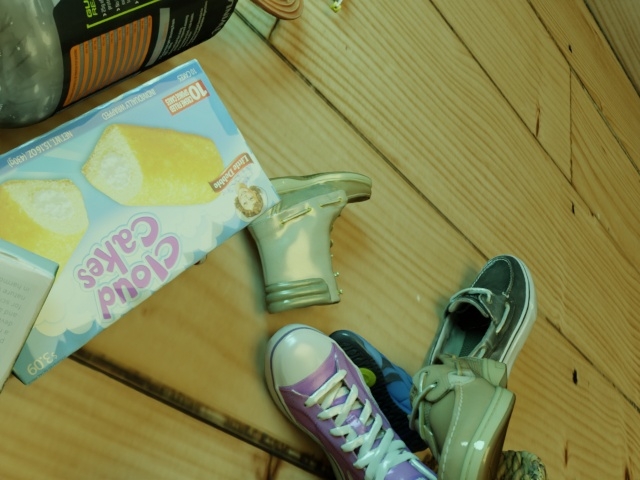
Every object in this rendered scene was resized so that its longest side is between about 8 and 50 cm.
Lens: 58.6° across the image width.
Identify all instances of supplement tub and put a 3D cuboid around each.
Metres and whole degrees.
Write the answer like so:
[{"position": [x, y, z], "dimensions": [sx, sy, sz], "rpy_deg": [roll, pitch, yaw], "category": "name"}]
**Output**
[{"position": [-0.225, -0.219, 0.481], "dimensions": [0.194, 0.193, 0.316], "rpy_deg": [57, 43, -15], "category": "supplement tub"}]

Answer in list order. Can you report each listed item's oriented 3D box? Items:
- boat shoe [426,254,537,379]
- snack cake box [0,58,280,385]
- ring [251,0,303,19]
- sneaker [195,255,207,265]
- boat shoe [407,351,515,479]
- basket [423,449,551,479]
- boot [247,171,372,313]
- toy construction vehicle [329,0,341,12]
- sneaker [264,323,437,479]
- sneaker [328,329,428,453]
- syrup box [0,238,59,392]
[{"position": [0.262, 0.131, 0.918], "dimensions": [0.119, 0.121, 0.335], "rpy_deg": [51, 47, -26], "category": "boat shoe"}, {"position": [-0.181, -0.023, 0.488], "dimensions": [0.264, 0.089, 0.152], "rpy_deg": [-40, 105, -30], "category": "snack cake box"}, {"position": [-0.133, -0.422, 0.713], "dimensions": [0.336, 0.032, 0.337], "rpy_deg": [45, 31, -36], "category": "ring"}, {"position": [-0.168, -0.018, 0.581], "dimensions": [0.067, 0.042, 0.119], "rpy_deg": [-33, 93, -51], "category": "sneaker"}, {"position": [0.151, 0.203, 0.650], "dimensions": [0.341, 0.110, 0.122], "rpy_deg": [6, 98, -73], "category": "boat shoe"}, {"position": [0.195, 0.425, 0.674], "dimensions": [0.299, 0.213, 0.223], "rpy_deg": [-28, 96, -47], "category": "basket"}, {"position": [0.000, 0.000, 0.726], "dimensions": [0.213, 0.077, 0.165], "rpy_deg": [-11, 84, -43], "category": "boot"}, {"position": [0.014, -0.426, 0.924], "dimensions": [0.086, 0.035, 0.098], "rpy_deg": [42, 50, -28], "category": "toy construction vehicle"}, {"position": [0.053, 0.214, 0.628], "dimensions": [0.102, 0.161, 0.282], "rpy_deg": [-38, 105, -21], "category": "sneaker"}, {"position": [0.078, 0.187, 0.757], "dimensions": [0.209, 0.069, 0.082], "rpy_deg": [50, 25, -17], "category": "sneaker"}, {"position": [-0.252, 0.106, 0.335], "dimensions": [0.096, 0.093, 0.237], "rpy_deg": [27, 82, -22], "category": "syrup box"}]
